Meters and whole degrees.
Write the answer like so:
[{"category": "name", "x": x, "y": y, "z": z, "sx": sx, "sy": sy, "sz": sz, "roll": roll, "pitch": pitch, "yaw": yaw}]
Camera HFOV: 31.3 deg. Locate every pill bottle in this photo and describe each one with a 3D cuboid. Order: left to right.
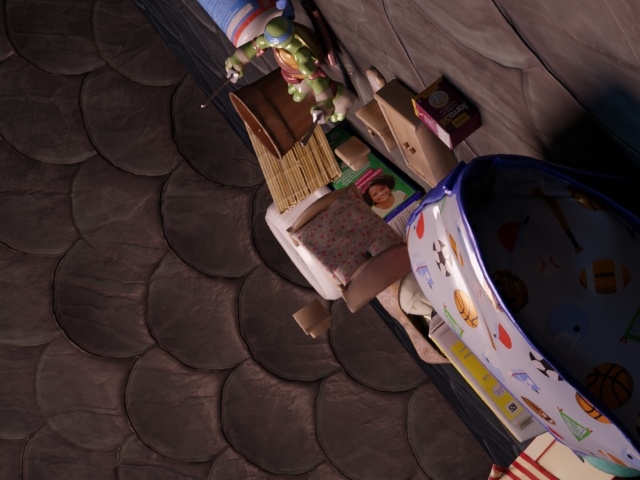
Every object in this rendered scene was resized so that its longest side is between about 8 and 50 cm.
[{"category": "pill bottle", "x": -0.162, "y": -0.458, "z": 2.094, "sx": 0.221, "sy": 0.124, "sz": 0.124, "roll": 50, "pitch": 173, "yaw": 12}]

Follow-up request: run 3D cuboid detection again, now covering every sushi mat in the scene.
[{"category": "sushi mat", "x": -0.065, "y": -0.204, "z": 2.311, "sx": 0.019, "sy": 0.151, "sz": 0.316, "roll": 44, "pitch": -161, "yaw": -51}]

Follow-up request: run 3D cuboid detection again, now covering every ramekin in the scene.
[{"category": "ramekin", "x": 0.000, "y": 0.000, "z": 2.331, "sx": 0.273, "sy": 0.127, "sz": 0.273, "roll": 52, "pitch": 173, "yaw": 9}]

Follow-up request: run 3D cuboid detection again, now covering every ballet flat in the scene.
[{"category": "ballet flat", "x": 0.196, "y": 0.126, "z": 2.168, "sx": 0.106, "sy": 0.107, "sz": 0.316, "roll": 13, "pitch": 150, "yaw": 44}]

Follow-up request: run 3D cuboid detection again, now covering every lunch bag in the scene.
[{"category": "lunch bag", "x": 0.279, "y": 0.063, "z": 1.352, "sx": 0.385, "sy": 0.239, "sz": 0.328, "roll": 42, "pitch": 170, "yaw": 2}]

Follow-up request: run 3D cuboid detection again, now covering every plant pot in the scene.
[{"category": "plant pot", "x": -0.063, "y": -0.268, "z": 2.239, "sx": 0.167, "sy": 0.165, "sz": 0.167, "roll": 52, "pitch": 173, "yaw": 9}]

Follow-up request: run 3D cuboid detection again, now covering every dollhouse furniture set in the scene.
[{"category": "dollhouse furniture set", "x": 0.027, "y": -0.079, "z": 1.806, "sx": 0.303, "sy": 0.356, "sz": 0.173, "roll": 47, "pitch": 171, "yaw": 43}]

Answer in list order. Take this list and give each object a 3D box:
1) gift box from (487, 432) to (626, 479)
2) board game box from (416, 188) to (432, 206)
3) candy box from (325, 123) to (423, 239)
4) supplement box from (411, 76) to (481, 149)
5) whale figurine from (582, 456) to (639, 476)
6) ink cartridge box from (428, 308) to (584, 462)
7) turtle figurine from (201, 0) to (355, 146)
[{"category": "gift box", "x": 0.488, "y": 0.511, "z": 2.246, "sx": 0.276, "sy": 0.255, "sz": 0.258, "roll": 49, "pitch": 174, "yaw": -28}, {"category": "board game box", "x": 0.249, "y": -0.013, "z": 1.969, "sx": 0.141, "sy": 0.048, "sz": 0.170, "roll": 53, "pitch": 173, "yaw": -20}, {"category": "candy box", "x": 0.122, "y": -0.051, "z": 2.313, "sx": 0.317, "sy": 0.122, "sz": 0.268, "roll": 44, "pitch": 170, "yaw": 47}, {"category": "supplement box", "x": 0.174, "y": -0.176, "z": 1.586, "sx": 0.083, "sy": 0.055, "sz": 0.043, "roll": 48, "pitch": 172, "yaw": 28}, {"category": "whale figurine", "x": 0.421, "y": 0.256, "z": 1.675, "sx": 0.216, "sy": 0.141, "sz": 0.272, "roll": 44, "pitch": -179, "yaw": 37}, {"category": "ink cartridge box", "x": 0.300, "y": 0.238, "z": 1.917, "sx": 0.307, "sy": 0.072, "sz": 0.303, "roll": 52, "pitch": -175, "yaw": 2}, {"category": "turtle figurine", "x": -0.063, "y": -0.261, "z": 1.990, "sx": 0.266, "sy": 0.198, "sz": 0.274, "roll": 26, "pitch": -116, "yaw": -66}]
